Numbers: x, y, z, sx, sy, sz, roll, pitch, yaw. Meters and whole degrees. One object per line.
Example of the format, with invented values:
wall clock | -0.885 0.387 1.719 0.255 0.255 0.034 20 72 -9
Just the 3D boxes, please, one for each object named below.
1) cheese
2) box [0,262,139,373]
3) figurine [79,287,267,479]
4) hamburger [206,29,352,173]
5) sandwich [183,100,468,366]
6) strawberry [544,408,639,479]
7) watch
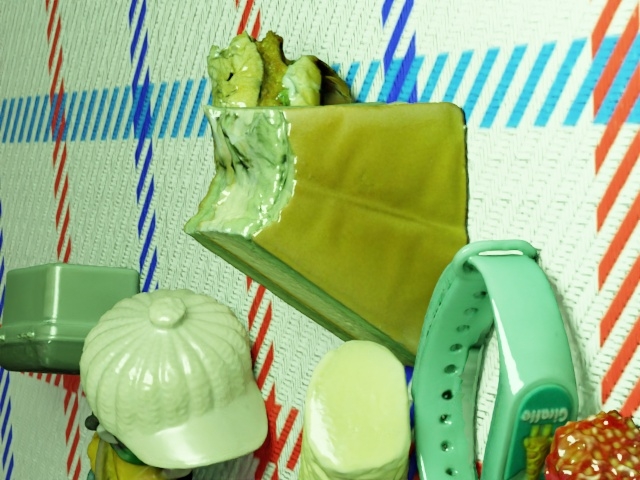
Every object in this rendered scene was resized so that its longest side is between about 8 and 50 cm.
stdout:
cheese | 0.030 0.172 1.623 0.167 0.094 0.123 95 -176 -58
box | -0.306 0.096 2.354 0.210 0.148 0.129 -8 78 63
figurine | -0.183 0.177 2.050 0.204 0.185 0.332 48 145 -1
hamburger | -0.035 -0.080 1.763 0.183 0.130 0.206 -93 1 -57
sandwich | 0.000 0.000 1.598 0.155 0.198 0.227 -173 80 -65
strawberry | 0.198 0.253 1.313 0.188 0.106 0.286 120 140 -47
watch | 0.131 0.118 1.483 0.195 0.068 0.237 -123 35 -59
